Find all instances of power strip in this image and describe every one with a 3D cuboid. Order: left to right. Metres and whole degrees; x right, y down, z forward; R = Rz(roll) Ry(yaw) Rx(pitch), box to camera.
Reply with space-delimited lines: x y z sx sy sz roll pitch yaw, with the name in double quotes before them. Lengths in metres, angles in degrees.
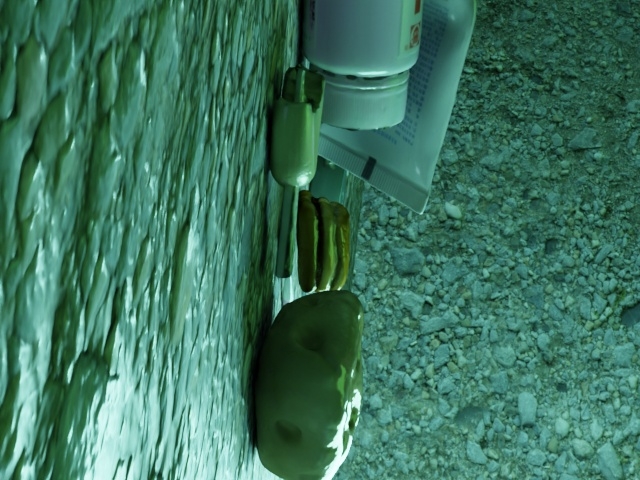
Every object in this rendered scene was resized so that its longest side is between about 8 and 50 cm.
"power strip" 0.011 -0.034 1.738 0.167 0.054 0.253 -74 169 -71

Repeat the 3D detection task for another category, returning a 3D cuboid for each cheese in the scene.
"cheese" -0.030 -0.076 1.207 0.127 0.049 0.235 -70 166 -82
"cheese" -0.012 0.167 1.291 0.218 0.117 0.235 78 19 -71

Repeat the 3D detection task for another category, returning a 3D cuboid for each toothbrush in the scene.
"toothbrush" -0.041 0.089 1.441 0.286 0.020 0.025 89 16 -48

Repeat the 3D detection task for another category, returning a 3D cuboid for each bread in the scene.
"bread" 0.000 0.000 1.432 0.200 0.077 0.116 -99 -166 -81

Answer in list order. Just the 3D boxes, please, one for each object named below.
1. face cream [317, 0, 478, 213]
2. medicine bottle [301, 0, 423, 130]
"face cream" 0.107 -0.271 1.492 0.137 0.234 0.420 -9 122 -45
"medicine bottle" 0.051 -0.276 1.369 0.152 0.152 0.255 -76 171 -62
